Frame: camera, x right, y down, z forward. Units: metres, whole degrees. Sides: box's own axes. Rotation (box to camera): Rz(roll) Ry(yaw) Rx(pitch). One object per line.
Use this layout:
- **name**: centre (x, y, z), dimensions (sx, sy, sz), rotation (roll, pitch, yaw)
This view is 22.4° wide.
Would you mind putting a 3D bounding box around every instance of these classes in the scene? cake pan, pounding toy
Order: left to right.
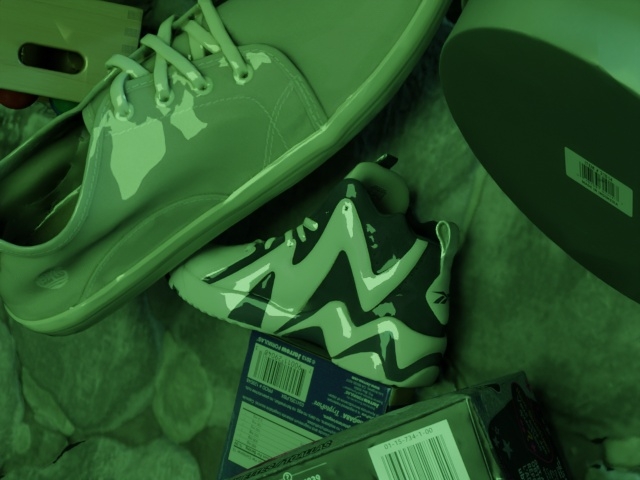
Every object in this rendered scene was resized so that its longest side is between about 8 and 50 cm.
- **pounding toy**: centre (-0.249, -0.154, 1.328), dimensions (0.206, 0.181, 0.094), rotation (-166, 85, -79)
- **cake pan**: centre (0.181, -0.049, 0.948), dimensions (0.293, 0.293, 0.054), rotation (34, 73, 32)

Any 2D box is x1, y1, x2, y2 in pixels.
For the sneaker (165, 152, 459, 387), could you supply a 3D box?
- **sneaker**: centre (0.000, 0.000, 1.181), dimensions (0.235, 0.094, 0.153), rotation (21, 96, 34)

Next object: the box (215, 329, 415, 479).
- **box**: centre (-0.018, 0.192, 1.205), dimensions (0.136, 0.036, 0.225), rotation (21, 100, 35)

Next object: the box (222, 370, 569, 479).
- **box**: centre (0.039, 0.204, 1.072), dimensions (0.247, 0.142, 0.163), rotation (-24, 83, 21)

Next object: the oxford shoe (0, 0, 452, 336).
- **oxford shoe**: centre (-0.084, -0.104, 1.174), dimensions (0.449, 0.130, 0.169), rotation (-39, 38, 8)
